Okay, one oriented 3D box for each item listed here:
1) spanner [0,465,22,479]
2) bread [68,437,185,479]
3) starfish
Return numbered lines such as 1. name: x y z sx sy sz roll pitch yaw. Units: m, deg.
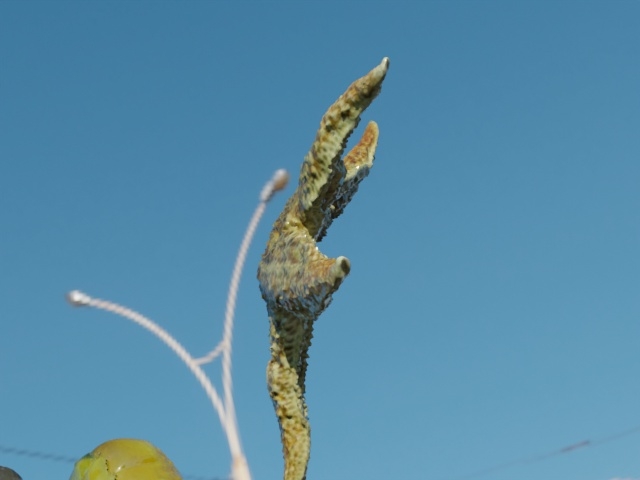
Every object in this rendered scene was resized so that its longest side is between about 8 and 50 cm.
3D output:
1. spanner: -0.243 0.163 0.608 0.026 0.093 0.325 -39 -7 21
2. bread: -0.103 0.330 1.031 0.112 0.383 0.166 1 -52 -39
3. starfish: -0.002 -0.002 0.989 0.078 0.347 0.358 14 -57 4
